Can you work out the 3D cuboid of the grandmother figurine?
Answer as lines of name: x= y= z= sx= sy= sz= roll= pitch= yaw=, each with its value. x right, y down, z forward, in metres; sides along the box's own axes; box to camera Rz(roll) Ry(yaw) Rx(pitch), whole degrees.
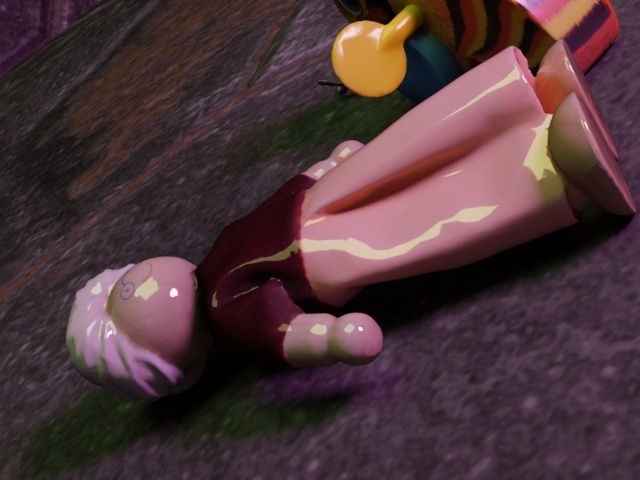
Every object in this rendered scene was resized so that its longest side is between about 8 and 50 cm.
grandmother figurine: x=0.000 y=0.000 z=0.683 sx=0.342 sy=0.104 sz=0.208 roll=-25 pitch=18 yaw=18

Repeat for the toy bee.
toy bee: x=0.057 y=-0.174 z=0.840 sx=0.298 sy=0.162 sz=0.195 roll=-13 pitch=35 yaw=42
